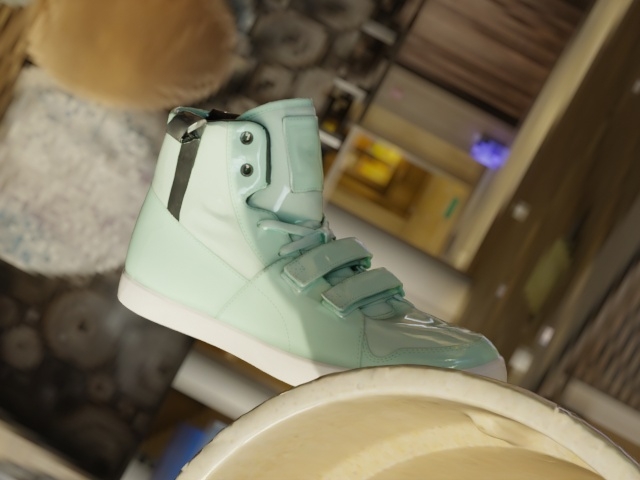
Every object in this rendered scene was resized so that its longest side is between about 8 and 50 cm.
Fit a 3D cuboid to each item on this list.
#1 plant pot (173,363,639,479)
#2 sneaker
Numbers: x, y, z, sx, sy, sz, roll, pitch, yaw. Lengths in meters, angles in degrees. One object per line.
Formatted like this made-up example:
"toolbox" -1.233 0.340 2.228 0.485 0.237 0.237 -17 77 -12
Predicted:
"plant pot" 0.117 0.233 0.804 0.305 0.334 0.334 12 110 -51
"sneaker" -0.001 0.000 1.047 0.094 0.256 0.151 -16 121 -61
